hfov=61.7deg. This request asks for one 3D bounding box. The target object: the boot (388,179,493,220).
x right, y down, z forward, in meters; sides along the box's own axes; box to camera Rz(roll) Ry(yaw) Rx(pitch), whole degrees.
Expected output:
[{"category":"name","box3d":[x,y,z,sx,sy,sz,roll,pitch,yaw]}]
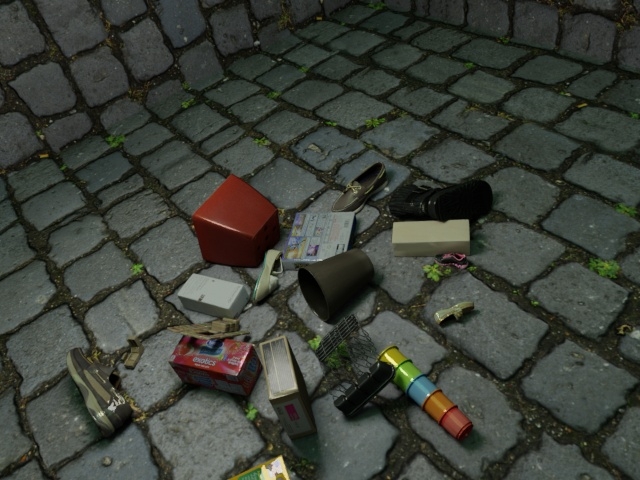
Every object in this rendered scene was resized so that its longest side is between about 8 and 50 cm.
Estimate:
[{"category":"boot","box3d":[0.462,-0.160,2.061,0.348,0.131,0.260,-10,10,-31]}]

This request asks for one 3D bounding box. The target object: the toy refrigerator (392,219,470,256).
[{"category":"toy refrigerator","box3d":[0.401,-0.004,1.941,0.270,0.094,0.102,-3,50,15]}]

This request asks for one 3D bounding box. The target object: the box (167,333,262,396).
[{"category":"box","box3d":[-0.332,0.390,1.701,0.257,0.128,0.122,5,46,21]}]

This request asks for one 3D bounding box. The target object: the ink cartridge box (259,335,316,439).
[{"category":"ink cartridge box","box3d":[-0.093,0.420,1.526,0.088,0.234,0.193,-17,42,-2]}]

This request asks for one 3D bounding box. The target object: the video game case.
[{"category":"video game case","box3d":[0.000,0.000,2.068,0.244,0.061,0.269,0,45,15]}]

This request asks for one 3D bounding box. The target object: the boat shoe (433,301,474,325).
[{"category":"boat shoe","box3d":[0.432,0.237,1.712,0.135,0.050,0.045,-22,45,7]}]

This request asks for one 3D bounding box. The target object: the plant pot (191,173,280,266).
[{"category":"plant pot","box3d":[-0.304,-0.049,2.082,0.236,0.267,0.267,23,54,18]}]

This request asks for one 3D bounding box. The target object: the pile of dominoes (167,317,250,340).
[{"category":"pile of dominoes","box3d":[-0.367,0.282,1.763,0.196,0.251,0.040,6,88,25]}]

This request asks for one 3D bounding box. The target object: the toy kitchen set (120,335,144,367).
[{"category":"toy kitchen set","box3d":[-0.666,0.383,1.842,0.068,0.075,0.083,-1,40,16]}]

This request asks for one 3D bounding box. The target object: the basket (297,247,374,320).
[{"category":"basket","box3d":[0.062,0.133,1.840,0.227,0.204,0.154,-28,19,-28]}]

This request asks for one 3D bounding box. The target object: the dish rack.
[{"category":"dish rack","box3d":[0.089,0.359,1.604,0.208,0.074,0.271,-45,35,12]}]

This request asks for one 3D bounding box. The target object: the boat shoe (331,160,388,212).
[{"category":"boat shoe","box3d":[0.158,-0.210,2.218,0.324,0.096,0.117,-39,48,-24]}]

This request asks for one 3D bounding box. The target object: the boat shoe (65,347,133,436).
[{"category":"boat shoe","box3d":[-0.713,0.474,1.741,0.130,0.132,0.355,-27,52,-27]}]

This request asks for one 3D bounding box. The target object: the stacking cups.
[{"category":"stacking cups","box3d":[0.288,0.429,1.512,0.096,0.096,0.316,-33,45,-18]}]

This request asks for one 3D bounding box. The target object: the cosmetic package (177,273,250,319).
[{"category":"cosmetic package","box3d":[-0.389,0.205,1.947,0.231,0.085,0.117,8,48,25]}]

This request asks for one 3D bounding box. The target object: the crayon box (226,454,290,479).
[{"category":"crayon box","box3d":[-0.207,0.716,1.358,0.323,0.083,0.203,-23,43,-8]}]

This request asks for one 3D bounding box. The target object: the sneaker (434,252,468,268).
[{"category":"sneaker","box3d":[0.458,0.060,1.880,0.119,0.057,0.047,8,49,25]}]

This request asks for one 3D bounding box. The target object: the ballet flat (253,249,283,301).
[{"category":"ballet flat","box3d":[-0.185,0.128,1.978,0.086,0.086,0.248,-3,44,13]}]
